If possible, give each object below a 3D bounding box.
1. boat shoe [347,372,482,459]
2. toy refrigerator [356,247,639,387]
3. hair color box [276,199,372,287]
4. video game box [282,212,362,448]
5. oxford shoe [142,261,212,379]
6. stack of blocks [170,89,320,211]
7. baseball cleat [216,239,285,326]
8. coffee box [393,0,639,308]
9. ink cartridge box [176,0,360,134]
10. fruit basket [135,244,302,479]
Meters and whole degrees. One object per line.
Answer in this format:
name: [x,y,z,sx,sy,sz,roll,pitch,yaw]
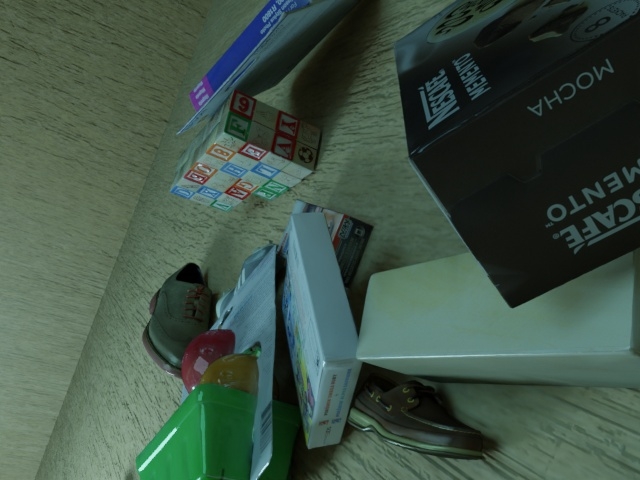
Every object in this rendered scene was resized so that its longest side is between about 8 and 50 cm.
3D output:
boat shoe: [0.085,0.163,0.559,0.178,0.064,0.060,-7,67,64]
toy refrigerator: [0.150,0.059,0.468,0.269,0.102,0.094,-19,54,58]
hair color box: [0.000,0.000,0.852,0.167,0.053,0.093,21,90,62]
video game box: [-0.005,0.104,0.686,0.187,0.048,0.205,102,161,-45]
oxford shoe: [-0.281,0.151,1.205,0.130,0.123,0.348,-57,29,12]
stack of blocks: [-0.150,-0.146,1.110,0.297,0.171,0.087,-26,49,55]
baseball cleat: [-0.110,0.097,0.994,0.206,0.072,0.109,-52,44,39]
coffee box: [0.154,-0.111,0.422,0.168,0.119,0.297,-30,22,21]
ink cartridge box: [-0.087,-0.344,1.026,0.324,0.071,0.330,-33,7,40]
fruit basket: [-0.134,0.229,0.859,0.327,0.165,0.353,-50,23,32]
